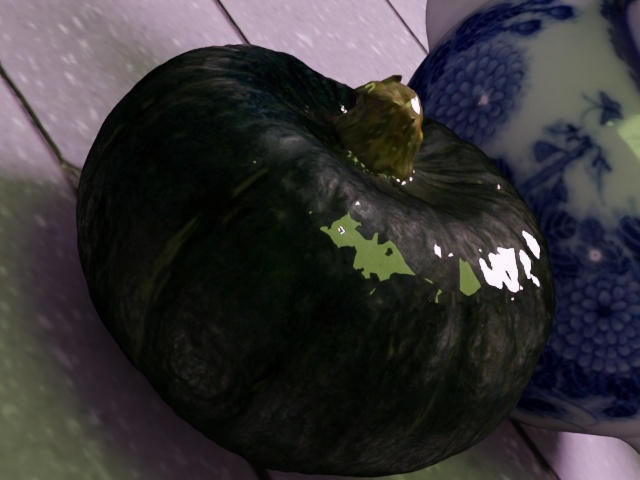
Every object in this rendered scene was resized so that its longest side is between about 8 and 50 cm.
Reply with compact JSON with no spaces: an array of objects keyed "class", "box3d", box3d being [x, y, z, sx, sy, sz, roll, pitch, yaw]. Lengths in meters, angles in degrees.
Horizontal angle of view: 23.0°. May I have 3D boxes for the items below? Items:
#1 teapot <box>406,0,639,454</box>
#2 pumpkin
[{"class":"teapot","box3d":[0.175,-0.036,0.816,0.252,0.280,0.424,-5,58,-55]},{"class":"pumpkin","box3d":[0.001,0.003,0.657,0.211,0.152,0.212,36,25,-19]}]
